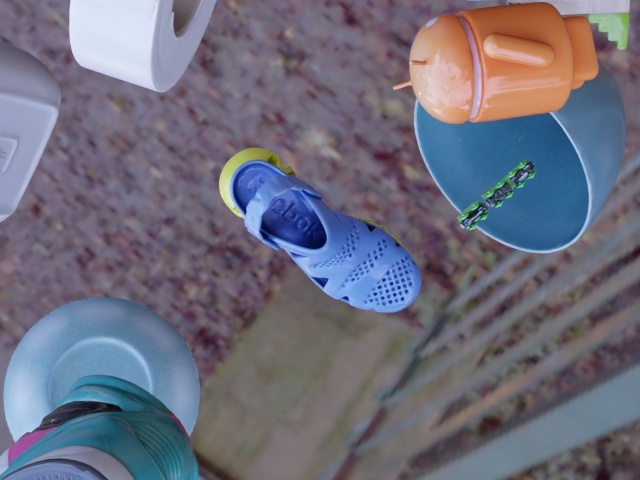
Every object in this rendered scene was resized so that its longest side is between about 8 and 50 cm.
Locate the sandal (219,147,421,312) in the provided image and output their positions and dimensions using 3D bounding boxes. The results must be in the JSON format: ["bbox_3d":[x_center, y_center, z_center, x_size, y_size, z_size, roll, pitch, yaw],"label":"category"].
[{"bbox_3d":[0.000,0.000,2.045,0.317,0.126,0.138,32,-174,-10],"label":"sandal"}]

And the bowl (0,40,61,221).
[{"bbox_3d":[-0.248,-0.072,1.084,0.053,0.142,0.142,31,-171,25],"label":"bowl"}]

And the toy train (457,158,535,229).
[{"bbox_3d":[0.152,-0.040,1.311,0.017,0.083,0.024,48,-179,-12],"label":"toy train"}]

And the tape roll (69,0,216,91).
[{"bbox_3d":[-0.184,-0.315,1.703,0.100,0.286,0.286,19,152,6],"label":"tape roll"}]

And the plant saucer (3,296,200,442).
[{"bbox_3d":[-0.216,0.148,1.487,0.195,0.195,0.037,35,167,3],"label":"plant saucer"}]

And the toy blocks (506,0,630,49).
[{"bbox_3d":[0.229,-0.409,1.747,0.260,0.191,0.381,-1,125,5],"label":"toy blocks"}]

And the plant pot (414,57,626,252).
[{"bbox_3d":[0.299,-0.156,2.044,0.290,0.195,0.290,33,144,27],"label":"plant pot"}]

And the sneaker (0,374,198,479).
[{"bbox_3d":[-0.195,0.177,1.008,0.295,0.178,0.124,-23,94,30],"label":"sneaker"}]

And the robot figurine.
[{"bbox_3d":[0.194,-0.197,1.675,0.158,0.219,0.128,-116,21,-56],"label":"robot figurine"}]
